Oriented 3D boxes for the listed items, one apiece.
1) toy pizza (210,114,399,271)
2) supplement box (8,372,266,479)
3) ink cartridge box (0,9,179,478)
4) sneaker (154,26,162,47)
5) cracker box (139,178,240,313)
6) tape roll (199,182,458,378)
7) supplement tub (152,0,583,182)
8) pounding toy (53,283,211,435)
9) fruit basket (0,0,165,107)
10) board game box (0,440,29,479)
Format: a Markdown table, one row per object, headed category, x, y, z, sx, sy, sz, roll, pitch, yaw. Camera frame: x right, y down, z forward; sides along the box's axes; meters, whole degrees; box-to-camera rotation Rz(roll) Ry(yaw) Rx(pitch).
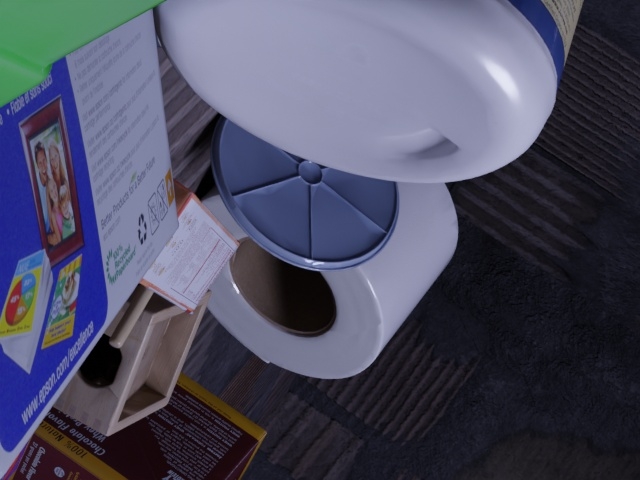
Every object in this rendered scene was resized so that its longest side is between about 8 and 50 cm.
| category | x | y | z | sx | sy | sz | roll | pitch | yaw |
| --- | --- | --- | --- | --- | --- | --- | --- | --- | --- |
| toy pizza | -0.016 | -0.058 | 1.597 | 0.201 | 0.201 | 0.032 | -49 | -177 | -39 |
| supplement box | -0.197 | 0.232 | 1.700 | 0.194 | 0.191 | 0.129 | -46 | 168 | -54 |
| ink cartridge box | -0.141 | -0.097 | 0.736 | 0.303 | 0.072 | 0.307 | -62 | 147 | -67 |
| sneaker | -0.045 | -0.184 | 1.122 | 0.112 | 0.131 | 0.319 | -54 | 172 | -11 |
| cracker box | -0.143 | -0.030 | 1.074 | 0.067 | 0.155 | 0.232 | -56 | 173 | -5 |
| tape roll | 0.000 | 0.000 | 1.750 | 0.169 | 0.246 | 0.246 | -50 | 170 | -38 |
| supplement tub | 0.057 | -0.217 | 0.947 | 0.228 | 0.228 | 0.316 | 104 | 5 | -68 |
| pounding toy | -0.180 | 0.060 | 1.503 | 0.206 | 0.094 | 0.181 | -68 | 164 | 16 |
| fruit basket | -0.173 | -0.134 | 0.367 | 0.392 | 0.283 | 0.392 | -13 | 176 | -1 |
| board game box | -0.324 | 0.225 | 1.329 | 0.208 | 0.056 | 0.347 | -55 | 180 | 43 |
